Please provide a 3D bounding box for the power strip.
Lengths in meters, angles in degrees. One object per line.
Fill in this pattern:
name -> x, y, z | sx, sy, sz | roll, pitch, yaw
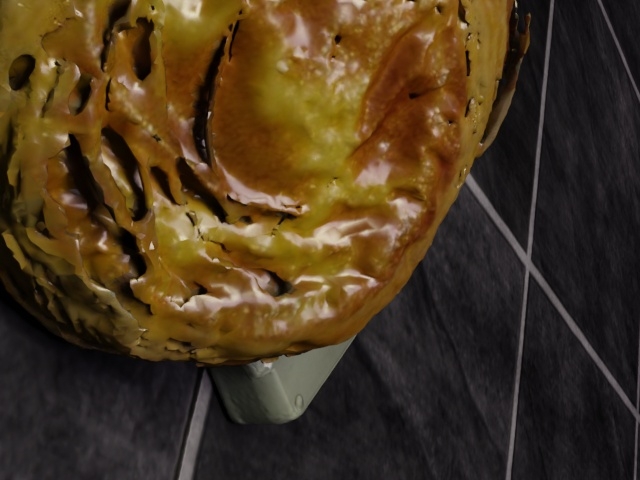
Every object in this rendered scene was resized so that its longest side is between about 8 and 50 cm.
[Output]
power strip -> 0.000, 0.000, 0.665 | 0.270, 0.046, 0.118 | -50, 125, -50

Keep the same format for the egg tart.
egg tart -> -0.042, -0.083, 0.479 | 0.297, 0.132, 0.297 | -13, 124, -21
